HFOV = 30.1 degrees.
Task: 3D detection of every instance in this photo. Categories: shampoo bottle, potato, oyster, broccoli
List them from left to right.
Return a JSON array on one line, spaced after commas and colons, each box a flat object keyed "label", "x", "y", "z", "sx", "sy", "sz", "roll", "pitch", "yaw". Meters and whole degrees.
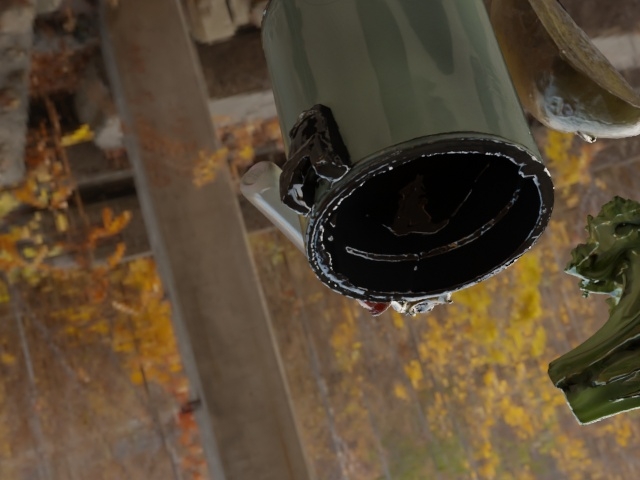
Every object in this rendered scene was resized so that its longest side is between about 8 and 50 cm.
[{"label": "shampoo bottle", "x": 0.000, "y": 0.000, "z": 1.363, "sx": 0.051, "sy": 0.221, "sz": 0.108, "roll": -46, "pitch": -163, "yaw": -5}, {"label": "oyster", "x": 0.124, "y": 0.051, "z": 1.604, "sx": 0.128, "sy": 0.078, "sz": 0.345, "roll": -28, "pitch": 165, "yaw": 1}, {"label": "potato", "x": 0.243, "y": -0.197, "z": 1.327, "sx": 0.100, "sy": 0.261, "sz": 0.120, "roll": -10, "pitch": 149, "yaw": -50}, {"label": "broccoli", "x": 0.336, "y": 0.086, "z": 1.163, "sx": 0.243, "sy": 0.263, "sz": 0.247, "roll": -31, "pitch": -177, "yaw": 3}]

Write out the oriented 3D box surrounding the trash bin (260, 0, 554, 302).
[{"label": "trash bin", "x": 0.072, "y": -0.110, "z": 1.073, "sx": 0.277, "sy": 0.262, "sz": 0.217, "roll": 20, "pitch": 133, "yaw": -36}]
